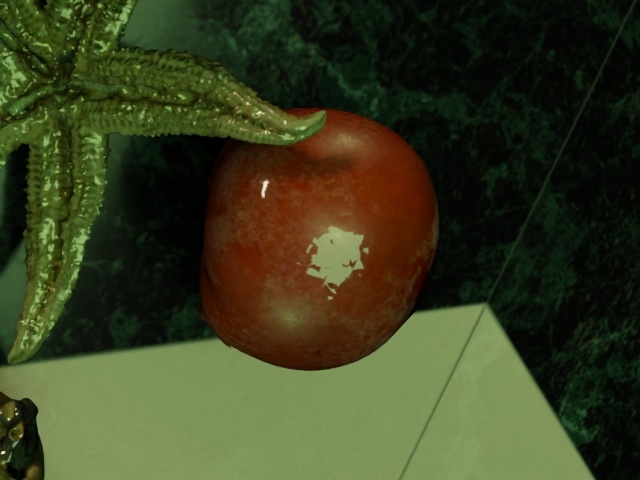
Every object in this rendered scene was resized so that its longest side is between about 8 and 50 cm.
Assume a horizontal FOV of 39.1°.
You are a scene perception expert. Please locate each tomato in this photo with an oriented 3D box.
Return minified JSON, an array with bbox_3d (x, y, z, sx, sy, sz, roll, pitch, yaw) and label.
[{"bbox_3d":[0.000,0.000,0.709,0.185,0.208,0.208,4,103,-9],"label":"tomato"}]

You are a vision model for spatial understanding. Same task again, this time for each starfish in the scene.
[{"bbox_3d":[-0.205,-0.112,0.635,0.358,0.078,0.347,-26,97,8],"label":"starfish"}]

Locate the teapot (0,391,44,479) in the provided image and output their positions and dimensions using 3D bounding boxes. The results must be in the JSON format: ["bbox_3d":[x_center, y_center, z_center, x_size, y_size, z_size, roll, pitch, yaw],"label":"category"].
[{"bbox_3d":[-0.269,0.153,0.628,0.183,0.173,0.269,-28,87,23],"label":"teapot"}]
